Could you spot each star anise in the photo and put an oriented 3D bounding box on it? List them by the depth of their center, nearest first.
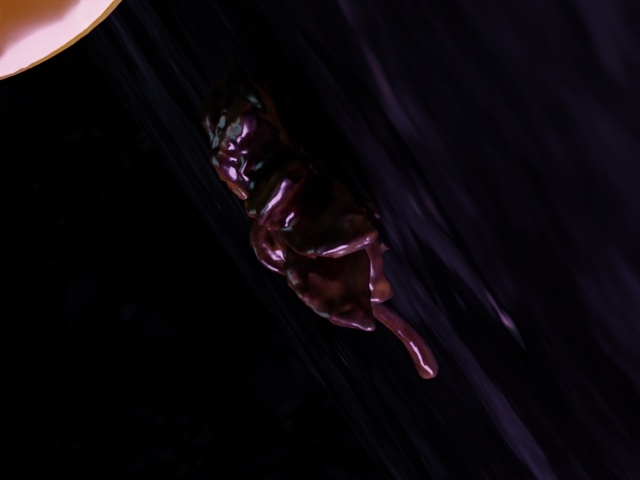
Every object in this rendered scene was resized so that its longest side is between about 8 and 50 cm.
[{"bbox_3d":[0.003,0.001,0.953,0.234,0.073,0.177,51,-176,-5],"label":"star anise"}]

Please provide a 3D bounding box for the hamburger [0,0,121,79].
[{"bbox_3d":[-0.164,-0.185,0.530,0.295,0.227,0.151,64,-176,-45],"label":"hamburger"}]
